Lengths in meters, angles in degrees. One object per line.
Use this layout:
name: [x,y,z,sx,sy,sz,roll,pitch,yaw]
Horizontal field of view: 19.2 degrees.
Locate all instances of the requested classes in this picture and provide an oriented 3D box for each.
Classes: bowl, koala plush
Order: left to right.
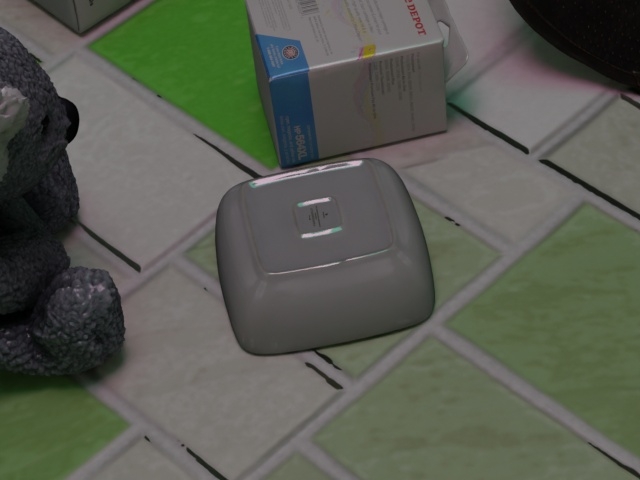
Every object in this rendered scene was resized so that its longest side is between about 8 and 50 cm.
koala plush: [-0.227,-0.044,1.185,0.203,0.221,0.196,-6,45,-21]
bowl: [0.000,0.000,1.258,0.142,0.053,0.142,-11,46,-3]

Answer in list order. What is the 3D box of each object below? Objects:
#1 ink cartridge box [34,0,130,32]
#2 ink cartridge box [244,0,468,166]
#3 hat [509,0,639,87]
ink cartridge box: [-0.156,-0.325,1.528,0.289,0.121,0.211,-38,54,-25]
ink cartridge box: [0.028,-0.126,1.344,0.143,0.090,0.092,-12,47,-5]
hat: [0.264,-0.275,1.383,0.331,0.331,0.134,-8,8,0]
